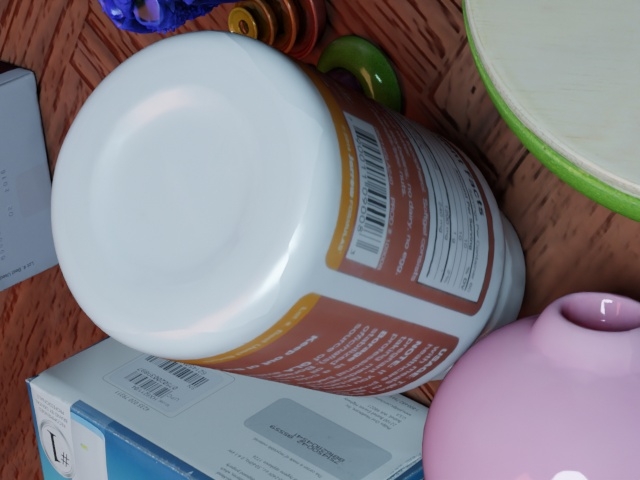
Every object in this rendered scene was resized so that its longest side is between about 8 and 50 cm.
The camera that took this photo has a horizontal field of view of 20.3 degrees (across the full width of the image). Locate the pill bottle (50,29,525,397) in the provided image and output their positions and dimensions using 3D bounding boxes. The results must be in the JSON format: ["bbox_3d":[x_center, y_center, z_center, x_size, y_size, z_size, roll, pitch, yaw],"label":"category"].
[{"bbox_3d":[0.000,0.000,0.721,0.121,0.216,0.121,-6,76,28],"label":"pill bottle"}]

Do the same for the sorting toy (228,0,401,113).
[{"bbox_3d":[-0.011,-0.081,0.835,0.102,0.042,0.061,51,142,14],"label":"sorting toy"}]

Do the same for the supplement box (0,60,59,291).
[{"bbox_3d":[-0.268,-0.061,1.128,0.239,0.073,0.130,20,126,41],"label":"supplement box"}]

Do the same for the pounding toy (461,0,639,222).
[{"bbox_3d":[0.123,-0.077,0.604,0.237,0.183,0.110,41,164,27],"label":"pounding toy"}]

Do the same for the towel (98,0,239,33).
[{"bbox_3d":[-0.106,-0.224,0.675,0.076,0.227,0.308,-29,95,15],"label":"towel"}]

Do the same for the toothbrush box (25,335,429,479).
[{"bbox_3d":[-0.031,0.208,0.975,0.216,0.126,0.295,25,131,39],"label":"toothbrush box"}]

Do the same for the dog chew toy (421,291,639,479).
[{"bbox_3d":[0.102,0.179,0.748,0.206,0.206,0.332,25,122,39],"label":"dog chew toy"}]
